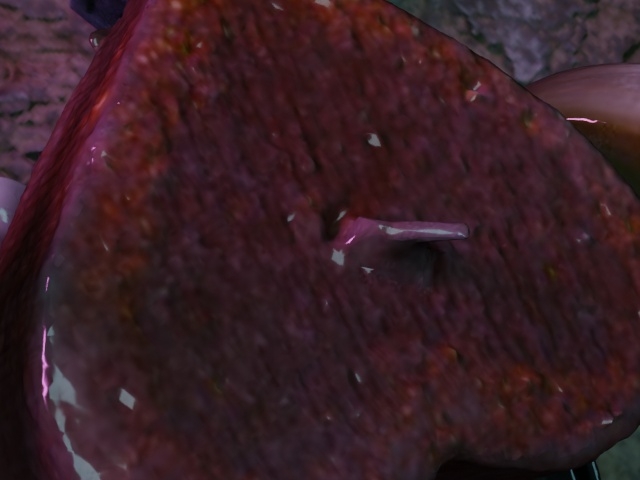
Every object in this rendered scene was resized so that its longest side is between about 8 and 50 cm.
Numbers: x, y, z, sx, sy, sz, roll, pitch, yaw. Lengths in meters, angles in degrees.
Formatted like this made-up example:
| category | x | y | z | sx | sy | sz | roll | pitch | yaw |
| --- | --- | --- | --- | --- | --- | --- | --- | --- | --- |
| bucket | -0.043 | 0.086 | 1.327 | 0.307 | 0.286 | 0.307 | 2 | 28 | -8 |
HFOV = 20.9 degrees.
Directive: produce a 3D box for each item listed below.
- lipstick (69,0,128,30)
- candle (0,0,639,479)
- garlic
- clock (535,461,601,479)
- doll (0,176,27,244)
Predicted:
| category | x | y | z | sx | sy | sz | roll | pitch | yaw |
| --- | --- | --- | --- | --- | --- | --- | --- | --- | --- |
| lipstick | -0.005 | -0.224 | 0.901 | 0.068 | 0.066 | 0.317 | 38 | 70 | -2 |
| candle | 0.000 | 0.000 | 0.748 | 0.317 | 0.131 | 0.287 | -15 | 77 | -32 |
| garlic | 0.173 | -0.037 | 0.886 | 0.207 | 0.128 | 0.115 | 32 | 47 | 2 |
| clock | 0.049 | 0.133 | 0.826 | 0.185 | 0.040 | 0.184 | 7 | 72 | -22 |
| doll | -0.109 | 0.092 | 0.782 | 0.183 | 0.085 | 0.217 | 23 | 64 | -22 |
